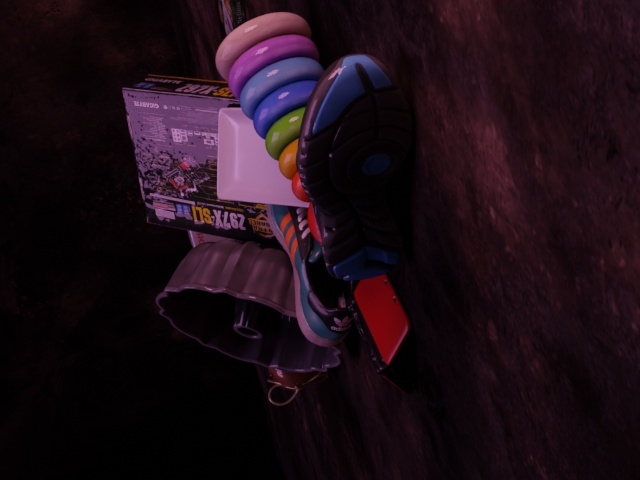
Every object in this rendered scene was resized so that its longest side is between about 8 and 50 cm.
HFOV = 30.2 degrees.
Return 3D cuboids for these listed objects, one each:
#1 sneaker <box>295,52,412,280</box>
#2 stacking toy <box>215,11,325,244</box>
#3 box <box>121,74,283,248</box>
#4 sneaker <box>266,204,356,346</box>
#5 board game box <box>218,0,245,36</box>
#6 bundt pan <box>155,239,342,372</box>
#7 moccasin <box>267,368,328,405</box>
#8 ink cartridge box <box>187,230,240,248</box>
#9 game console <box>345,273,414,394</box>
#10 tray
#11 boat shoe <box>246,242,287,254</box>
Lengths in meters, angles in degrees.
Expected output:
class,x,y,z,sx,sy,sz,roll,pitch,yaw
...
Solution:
class,x,y,z,sx,sy,sz,roll,pitch,yaw
sneaker,0.025,-0.096,1.335,0.340,0.125,0.139,90,167,-53
stacking toy,-0.016,-0.137,1.576,0.141,0.141,0.330,97,149,-68
box,-0.171,-0.135,1.976,0.322,0.079,0.257,10,122,33
sneaker,0.000,0.000,1.776,0.121,0.108,0.302,128,130,-60
board game box,-0.172,-0.470,2.233,0.259,0.030,0.136,88,166,-56
bundt pan,-0.103,0.103,2.010,0.331,0.331,0.124,95,-167,-66
moccasin,-0.053,0.239,2.355,0.380,0.139,0.147,-163,57,-80
ink cartridge box,-0.199,-0.067,2.564,0.082,0.191,0.139,-134,29,-72
game console,0.098,0.115,1.601,0.124,0.085,0.144,40,-162,-42
tray,-0.067,-0.126,1.776,0.270,0.030,0.145,8,97,50
boat shoe,-0.092,-0.007,2.114,0.084,0.095,0.258,62,139,38
